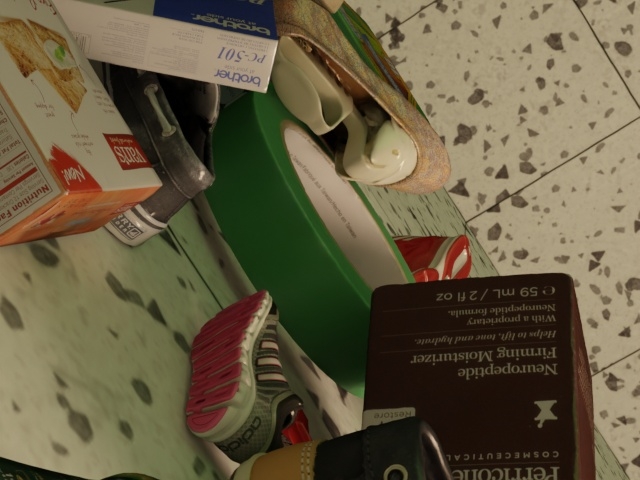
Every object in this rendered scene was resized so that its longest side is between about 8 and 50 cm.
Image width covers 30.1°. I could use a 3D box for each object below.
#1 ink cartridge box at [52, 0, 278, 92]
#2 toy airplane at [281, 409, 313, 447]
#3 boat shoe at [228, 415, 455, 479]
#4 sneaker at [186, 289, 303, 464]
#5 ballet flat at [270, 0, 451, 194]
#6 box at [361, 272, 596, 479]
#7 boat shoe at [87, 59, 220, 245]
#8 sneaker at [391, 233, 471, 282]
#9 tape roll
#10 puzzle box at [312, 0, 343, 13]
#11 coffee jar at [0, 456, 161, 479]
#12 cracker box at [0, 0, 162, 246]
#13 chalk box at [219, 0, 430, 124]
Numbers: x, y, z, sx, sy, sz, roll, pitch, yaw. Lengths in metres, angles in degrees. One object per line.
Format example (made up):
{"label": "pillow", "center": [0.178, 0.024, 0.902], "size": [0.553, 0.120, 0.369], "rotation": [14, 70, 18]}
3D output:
{"label": "ink cartridge box", "center": [-0.139, -0.167, 0.895], "size": [0.207, 0.046, 0.097], "rotation": [10, 28, -10]}
{"label": "toy airplane", "center": [0.003, 0.190, 0.916], "size": [0.151, 0.028, 0.151], "rotation": [55, 12, -17]}
{"label": "boat shoe", "center": [0.114, 0.332, 0.715], "size": [0.500, 0.156, 0.187], "rotation": [61, 11, 7]}
{"label": "sneaker", "center": [-0.050, 0.101, 0.850], "size": [0.075, 0.063, 0.170], "rotation": [53, 18, -22]}
{"label": "ballet flat", "center": [0.023, -0.127, 1.216], "size": [0.316, 0.107, 0.106], "rotation": [43, 37, -28]}
{"label": "box", "center": [0.133, 0.157, 0.961], "size": [0.167, 0.168, 0.203], "rotation": [67, 23, -49]}
{"label": "boat shoe", "center": [-0.129, -0.113, 0.961], "size": [0.108, 0.102, 0.301], "rotation": [52, 14, -28]}
{"label": "sneaker", "center": [0.096, 0.058, 1.527], "size": [0.221, 0.128, 0.087], "rotation": [-34, 120, -50]}
{"label": "tape roll", "center": [0.000, 0.000, 1.170], "size": [0.321, 0.077, 0.321], "rotation": [52, 14, -19]}
{"label": "puzzle box", "center": [-0.168, -0.356, 1.053], "size": [0.409, 0.052, 0.272], "rotation": [33, 1, 18]}
{"label": "coffee jar", "center": [-0.108, 0.140, 0.482], "size": [0.096, 0.079, 0.184], "rotation": [60, 13, 26]}
{"label": "cracker box", "center": [-0.206, -0.113, 0.743], "size": [0.232, 0.067, 0.156], "rotation": [59, 13, 2]}
{"label": "chalk box", "center": [-0.020, -0.185, 1.386], "size": [0.180, 0.179, 0.289], "rotation": [61, 12, 15]}
